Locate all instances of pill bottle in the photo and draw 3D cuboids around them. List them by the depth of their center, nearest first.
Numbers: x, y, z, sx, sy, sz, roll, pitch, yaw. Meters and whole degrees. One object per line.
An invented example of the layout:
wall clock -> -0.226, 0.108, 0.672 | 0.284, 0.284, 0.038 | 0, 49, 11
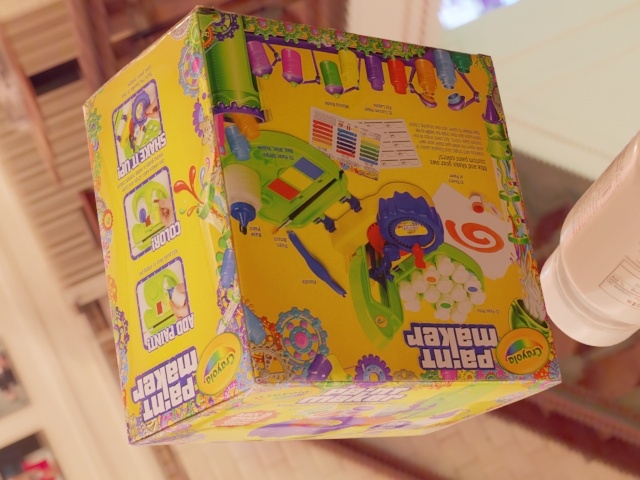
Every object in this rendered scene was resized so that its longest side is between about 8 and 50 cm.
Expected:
pill bottle -> 0.278, -0.003, 1.310 | 0.131, 0.131, 0.229 | 61, 151, 18

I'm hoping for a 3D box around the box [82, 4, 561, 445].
box -> 0.000, 0.000, 1.185 | 0.177, 0.290, 0.279 | -30, 64, 47
